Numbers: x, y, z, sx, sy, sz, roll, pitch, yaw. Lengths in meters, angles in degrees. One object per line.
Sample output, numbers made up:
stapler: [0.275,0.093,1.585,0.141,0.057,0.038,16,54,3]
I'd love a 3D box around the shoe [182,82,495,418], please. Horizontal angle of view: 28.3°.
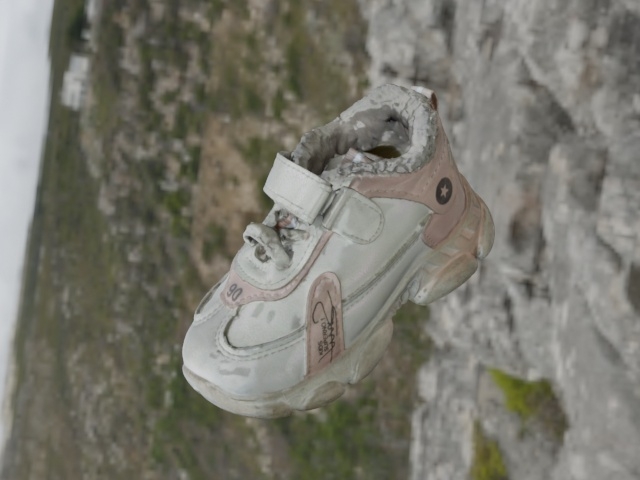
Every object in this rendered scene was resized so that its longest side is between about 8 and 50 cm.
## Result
shoe: [-0.002,0.000,1.196,0.172,0.351,0.198,24,145,45]
